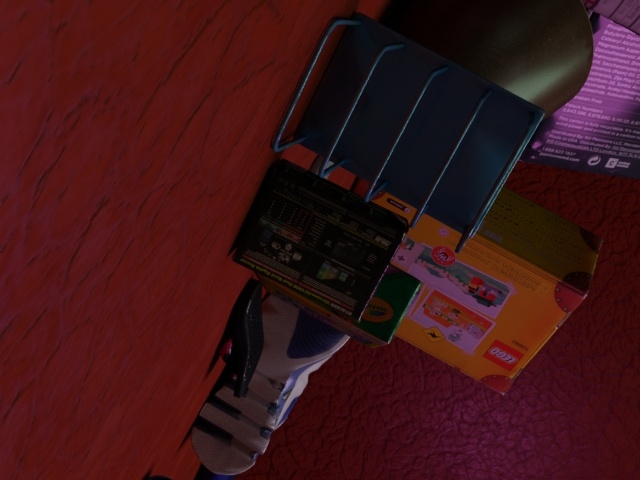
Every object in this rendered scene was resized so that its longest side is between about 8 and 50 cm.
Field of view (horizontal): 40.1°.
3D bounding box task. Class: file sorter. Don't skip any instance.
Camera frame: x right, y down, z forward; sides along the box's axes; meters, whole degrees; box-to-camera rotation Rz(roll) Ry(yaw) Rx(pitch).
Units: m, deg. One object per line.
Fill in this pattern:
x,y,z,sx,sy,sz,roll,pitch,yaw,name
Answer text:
0.066,-0.082,0.671,0.118,0.170,0.104,-63,174,20,file sorter

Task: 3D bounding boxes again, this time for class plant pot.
0.137,-0.169,0.933,0.230,0.215,0.215,-43,167,-30,plant pot

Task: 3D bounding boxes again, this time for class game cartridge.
0.001,-0.080,0.991,0.083,0.017,0.056,-55,169,-62,game cartridge

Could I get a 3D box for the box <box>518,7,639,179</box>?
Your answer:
0.511,-0.446,1.570,0.479,0.298,0.471,-95,-164,-45,box

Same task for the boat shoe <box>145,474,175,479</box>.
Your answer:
-0.184,0.339,0.900,0.258,0.089,0.109,-65,162,-52,boat shoe

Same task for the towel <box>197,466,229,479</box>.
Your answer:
-0.179,0.415,1.832,0.227,0.076,0.308,-48,168,-45,towel

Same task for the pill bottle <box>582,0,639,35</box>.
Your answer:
0.370,-0.360,0.989,0.224,0.392,0.224,-61,177,-6,pill bottle

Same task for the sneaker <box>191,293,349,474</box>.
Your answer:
-0.072,0.185,1.276,0.315,0.127,0.182,-54,179,-8,sneaker

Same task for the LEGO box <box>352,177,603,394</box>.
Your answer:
0.271,0.050,1.861,0.193,0.500,0.372,-57,175,-44,LEGO box

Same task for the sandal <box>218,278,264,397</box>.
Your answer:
-0.093,0.110,1.012,0.067,0.040,0.179,-65,166,-47,sandal

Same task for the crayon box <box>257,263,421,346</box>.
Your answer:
0.018,0.057,1.067,0.081,0.165,0.278,-61,177,-7,crayon box

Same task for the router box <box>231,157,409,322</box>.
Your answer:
0.000,0.000,0.734,0.092,0.123,0.038,-63,-178,22,router box
